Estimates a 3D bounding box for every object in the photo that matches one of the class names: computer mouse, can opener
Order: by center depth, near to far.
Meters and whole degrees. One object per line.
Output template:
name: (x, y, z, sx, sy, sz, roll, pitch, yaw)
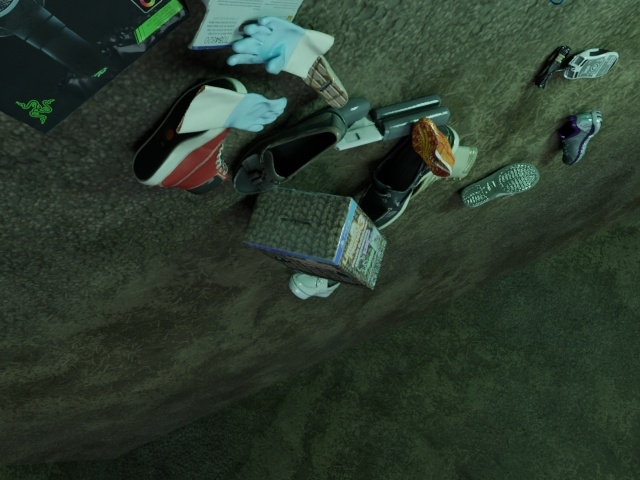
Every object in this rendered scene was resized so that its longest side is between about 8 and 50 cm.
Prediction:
can opener: (0.140, -0.257, 0.935, 0.283, 0.076, 0.095, -18, 154, -15)
computer mouse: (0.610, -0.417, 1.078, 0.192, 0.042, 0.106, -10, 146, -15)

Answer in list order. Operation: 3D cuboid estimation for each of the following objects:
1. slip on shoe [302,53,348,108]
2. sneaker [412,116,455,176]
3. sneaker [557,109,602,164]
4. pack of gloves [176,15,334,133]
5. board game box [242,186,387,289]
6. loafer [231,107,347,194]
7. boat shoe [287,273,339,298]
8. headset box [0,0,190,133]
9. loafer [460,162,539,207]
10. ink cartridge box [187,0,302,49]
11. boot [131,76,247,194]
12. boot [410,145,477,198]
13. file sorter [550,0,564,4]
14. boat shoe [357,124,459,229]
slip on shoe: (0.001, -0.290, 0.797, 0.051, 0.041, 0.135, -35, 134, 22)
sneaker: (0.243, -0.208, 0.980, 0.064, 0.068, 0.175, 4, 154, 33)
sneaker: (0.759, -0.311, 1.387, 0.098, 0.083, 0.224, -2, 152, 6)
pack of gloves: (-0.077, -0.224, 0.675, 0.195, 0.046, 0.232, -48, 170, 29)
board game box: (0.000, 0.000, 1.090, 0.231, 0.141, 0.291, 11, 167, 27)
loafer: (-0.071, -0.162, 0.874, 0.267, 0.084, 0.096, -28, 117, 21)
boat shoe: (-0.017, 0.136, 1.531, 0.084, 0.095, 0.258, -39, 161, 20)
headset box: (-0.314, -0.272, 0.457, 0.246, 0.131, 0.283, -31, 154, 14)
loafer: (0.562, -0.176, 1.451, 0.251, 0.095, 0.087, -18, 179, 7)
ink cartridge box: (-0.055, -0.335, 0.538, 0.224, 0.045, 0.223, -47, 179, 33)
boot: (-0.190, -0.175, 0.812, 0.244, 0.088, 0.176, -37, 160, 20)
boot: (0.309, -0.178, 1.225, 0.165, 0.077, 0.213, -4, 144, -40)
file sorter: (0.450, -0.475, 0.747, 0.170, 0.118, 0.104, -18, 156, -12)
boat shoe: (0.179, -0.151, 1.107, 0.113, 0.127, 0.340, 11, 136, -48)
